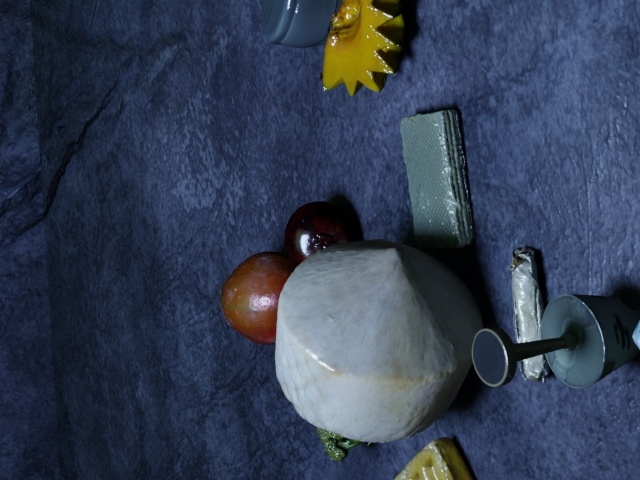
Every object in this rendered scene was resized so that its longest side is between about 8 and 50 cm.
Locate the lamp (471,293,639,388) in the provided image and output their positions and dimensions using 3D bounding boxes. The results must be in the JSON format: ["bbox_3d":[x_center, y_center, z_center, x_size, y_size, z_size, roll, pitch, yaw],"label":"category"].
[{"bbox_3d":[0.295,0.126,1.738,0.121,0.215,0.121,22,116,56],"label":"lamp"}]

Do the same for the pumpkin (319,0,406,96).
[{"bbox_3d":[0.085,-0.345,2.111,0.130,0.149,0.254,17,131,18],"label":"pumpkin"}]

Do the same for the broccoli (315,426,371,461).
[{"bbox_3d":[0.049,0.298,2.350,0.120,0.131,0.130,18,107,16],"label":"broccoli"}]

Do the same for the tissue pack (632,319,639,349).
[{"bbox_3d":[0.467,0.078,1.552,0.185,0.081,0.257,57,143,36],"label":"tissue pack"}]

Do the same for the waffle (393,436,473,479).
[{"bbox_3d":[0.187,0.450,2.202,0.221,0.055,0.248,66,149,23],"label":"waffle"}]

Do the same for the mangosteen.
[{"bbox_3d":[0.000,0.000,2.338,0.140,0.140,0.140,28,123,55],"label":"mangosteen"}]

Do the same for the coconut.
[{"bbox_3d":[0.085,0.133,2.051,0.329,0.329,0.329,28,123,55],"label":"coconut"}]

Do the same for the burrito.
[{"bbox_3d":[0.285,0.102,1.932,0.045,0.041,0.185,-3,98,19],"label":"burrito"}]

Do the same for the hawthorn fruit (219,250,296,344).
[{"bbox_3d":[-0.082,0.099,2.464,0.173,0.173,0.173,28,123,55],"label":"hawthorn fruit"}]

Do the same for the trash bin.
[{"bbox_3d":[-0.037,-0.420,2.236,0.176,0.101,0.236,110,153,-45],"label":"trash bin"}]

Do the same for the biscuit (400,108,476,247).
[{"bbox_3d":[0.168,-0.089,2.076,0.121,0.040,0.199,1,100,63],"label":"biscuit"}]
